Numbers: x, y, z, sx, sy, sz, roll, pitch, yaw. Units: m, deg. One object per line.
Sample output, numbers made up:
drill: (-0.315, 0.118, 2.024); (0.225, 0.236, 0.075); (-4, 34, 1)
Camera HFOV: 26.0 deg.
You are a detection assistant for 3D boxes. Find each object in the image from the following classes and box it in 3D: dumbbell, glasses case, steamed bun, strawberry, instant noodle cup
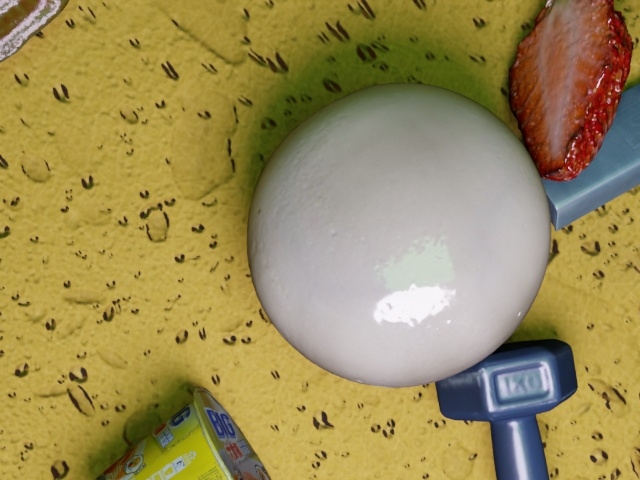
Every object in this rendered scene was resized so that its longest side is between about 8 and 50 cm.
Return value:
dumbbell: (0.222, 0.270, 1.515); (0.144, 0.156, 0.316); (-10, 90, -35)
glasses case: (0.363, -0.119, 1.581); (0.266, 0.056, 0.105); (-29, 92, -6)
steamed bun: (0.079, -0.012, 1.430); (0.324, 0.206, 0.324); (-3, 65, 6)
strawberry: (0.290, -0.173, 1.527); (0.107, 0.175, 0.235); (16, 91, -27)
instant noodle cup: (-0.137, 0.279, 1.457); (0.153, 0.205, 0.205); (-33, 92, 0)

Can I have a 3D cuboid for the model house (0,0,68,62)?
model house: (-0.358, -0.325, 1.455); (0.268, 0.173, 0.239); (-41, 92, -3)
